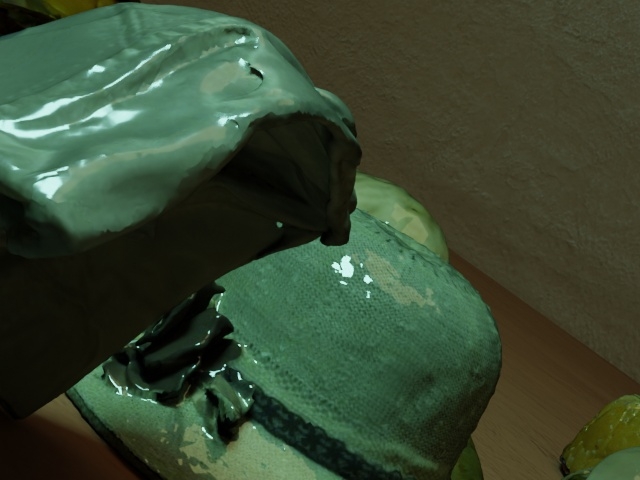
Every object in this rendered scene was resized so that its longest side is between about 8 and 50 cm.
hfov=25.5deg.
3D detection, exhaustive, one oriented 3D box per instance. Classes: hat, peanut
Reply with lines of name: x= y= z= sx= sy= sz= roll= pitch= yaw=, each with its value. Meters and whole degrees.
hat: x=0.009 y=0.054 z=0.666 sx=0.257 sy=0.130 sz=0.257 roll=33 pitch=6 yaw=-4
hat: x=-0.115 y=-0.051 z=0.455 sx=0.245 sy=0.149 sz=0.214 roll=47 pitch=-24 yaw=1
peanut: x=0.000 y=0.000 z=1.045 sx=0.129 sy=0.129 sz=0.224 roll=29 pitch=0 yaw=-39

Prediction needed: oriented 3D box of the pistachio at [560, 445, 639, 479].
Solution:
pistachio: x=0.201 y=0.182 z=0.852 sx=0.149 sy=0.113 sz=0.113 roll=16 pitch=13 yaw=-20

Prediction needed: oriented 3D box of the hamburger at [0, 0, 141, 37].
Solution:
hamburger: x=-0.227 y=-0.154 z=0.946 sx=0.261 sy=0.139 sz=0.243 roll=37 pitch=6 yaw=28

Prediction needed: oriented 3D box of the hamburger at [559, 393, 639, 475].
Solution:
hamburger: x=0.257 y=0.177 z=1.139 sx=0.087 sy=0.102 sz=0.176 roll=19 pitch=12 yaw=-20

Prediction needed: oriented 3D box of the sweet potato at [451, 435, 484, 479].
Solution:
sweet potato: x=0.063 y=0.106 z=0.893 sx=0.069 sy=0.059 sz=0.249 roll=45 pitch=8 yaw=-15
